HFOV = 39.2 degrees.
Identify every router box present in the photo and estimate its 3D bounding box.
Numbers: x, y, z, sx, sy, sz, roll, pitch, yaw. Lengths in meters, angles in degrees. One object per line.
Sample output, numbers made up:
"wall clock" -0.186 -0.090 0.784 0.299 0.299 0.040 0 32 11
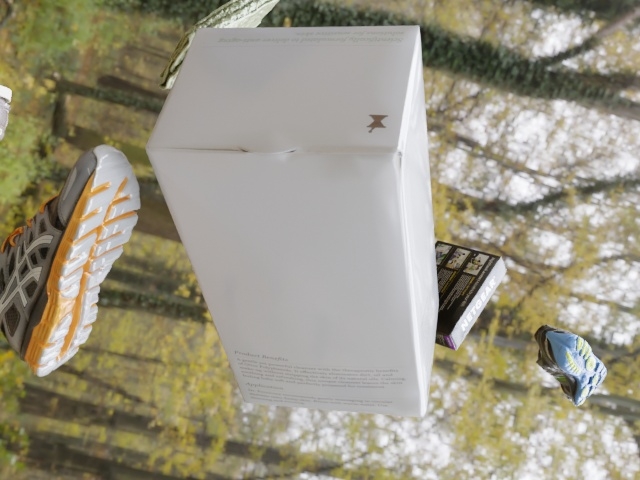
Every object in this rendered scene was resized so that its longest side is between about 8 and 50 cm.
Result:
"router box" 0.214 0.089 1.528 0.133 0.046 0.179 16 -122 40

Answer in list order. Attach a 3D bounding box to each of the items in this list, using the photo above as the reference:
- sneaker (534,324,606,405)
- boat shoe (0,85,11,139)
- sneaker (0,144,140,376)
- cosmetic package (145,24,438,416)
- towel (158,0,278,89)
"sneaker" 0.351 0.173 1.275 0.067 0.188 0.078 -46 -133 -7
"boat shoe" -0.685 -0.243 1.562 0.116 0.324 0.096 2 -92 34
"sneaker" -0.214 0.011 0.718 0.215 0.083 0.084 -61 165 26
"cosmetic package" 0.000 0.000 0.806 0.365 0.197 0.155 81 17 -48
"towel" -0.106 -0.218 0.952 0.148 0.027 0.110 -44 -175 -32
